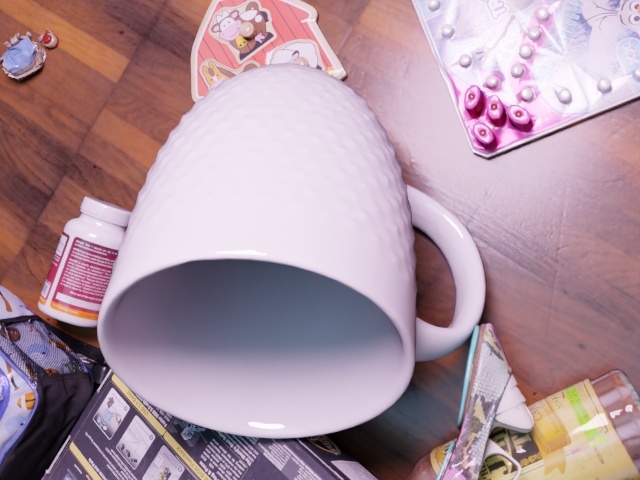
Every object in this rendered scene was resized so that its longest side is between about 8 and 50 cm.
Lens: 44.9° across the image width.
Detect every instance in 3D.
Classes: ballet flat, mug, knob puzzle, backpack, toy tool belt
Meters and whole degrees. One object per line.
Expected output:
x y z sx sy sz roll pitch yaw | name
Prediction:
0.155 0.192 0.734 0.079 0.077 0.221 15 75 18 | ballet flat
0.000 0.000 0.789 0.374 0.276 0.328 19 45 -14 | mug
-0.087 -0.234 0.968 0.213 0.030 0.213 -2 84 17 | knob puzzle
-0.442 0.183 0.952 0.263 0.213 0.276 41 100 28 | backpack
-0.402 -0.258 1.055 0.083 0.051 0.052 -37 76 10 | toy tool belt

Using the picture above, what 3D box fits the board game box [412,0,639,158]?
0.285 -0.340 0.854 0.390 0.050 0.389 -22 79 14 | board game box

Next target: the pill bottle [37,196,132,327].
-0.290 0.026 0.975 0.086 0.086 0.152 21 91 18 | pill bottle

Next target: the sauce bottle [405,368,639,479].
0.176 0.249 0.797 0.344 0.111 0.111 -29 77 12 | sauce bottle

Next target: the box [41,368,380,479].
-0.128 0.305 0.845 0.395 0.097 0.318 34 93 33 | box
